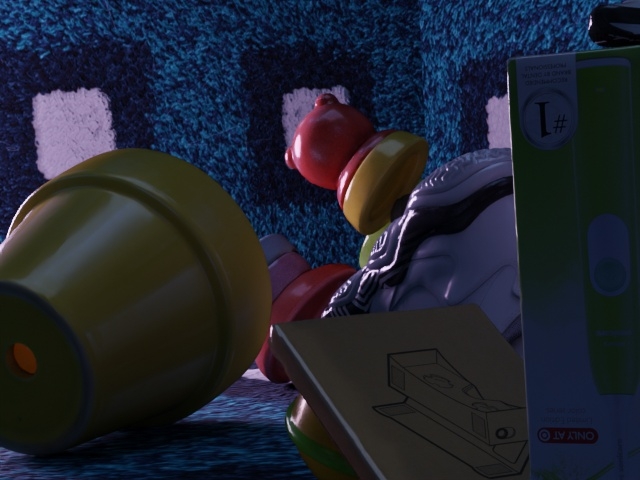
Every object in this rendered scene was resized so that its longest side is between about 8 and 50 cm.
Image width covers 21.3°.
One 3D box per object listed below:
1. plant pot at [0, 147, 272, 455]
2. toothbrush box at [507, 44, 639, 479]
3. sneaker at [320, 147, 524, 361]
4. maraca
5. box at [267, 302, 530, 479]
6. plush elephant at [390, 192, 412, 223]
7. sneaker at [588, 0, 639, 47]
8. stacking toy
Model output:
[{"bbox_3d":[-0.205,0.069,1.522,0.254,0.254,0.239,-2,18,27],"label":"plant pot"},{"bbox_3d":[0.221,0.035,0.907,0.206,0.283,0.122,-2,3,26],"label":"toothbrush box"},{"bbox_3d":[0.112,0.102,1.452,0.137,0.210,0.366,-3,-32,-25],"label":"sneaker"},{"bbox_3d":[0.051,0.133,1.122,0.127,0.099,0.186,-9,22,-25],"label":"maraca"},{"bbox_3d":[0.081,0.113,1.060,0.164,0.021,0.201,-4,38,-31],"label":"box"},{"bbox_3d":[0.274,0.036,1.799,0.330,0.255,0.272,-34,45,3],"label":"plush elephant"},{"bbox_3d":[0.184,-0.126,0.918,0.109,0.043,0.040,-8,6,-38],"label":"sneaker"},{"bbox_3d":[0.000,0.000,1.899,0.130,0.309,0.279,35,2,18],"label":"stacking toy"}]
